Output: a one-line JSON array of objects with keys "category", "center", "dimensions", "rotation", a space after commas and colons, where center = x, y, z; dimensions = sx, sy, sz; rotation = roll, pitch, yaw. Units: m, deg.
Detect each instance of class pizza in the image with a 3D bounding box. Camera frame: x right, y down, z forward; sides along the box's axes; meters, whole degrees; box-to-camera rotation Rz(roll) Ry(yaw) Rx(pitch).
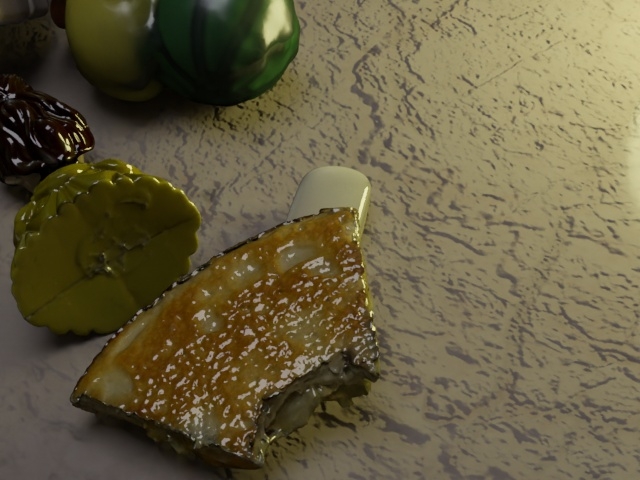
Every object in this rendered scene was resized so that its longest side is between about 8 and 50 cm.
[{"category": "pizza", "center": [-0.056, 0.104, 1.121], "dimensions": [0.323, 0.089, 0.223], "rotation": [-35, 51, -13]}]

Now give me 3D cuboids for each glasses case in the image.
[{"category": "glasses case", "center": [0.000, 0.000, 1.265], "dimensions": [0.081, 0.051, 0.204], "rotation": [9, 48, 11]}]

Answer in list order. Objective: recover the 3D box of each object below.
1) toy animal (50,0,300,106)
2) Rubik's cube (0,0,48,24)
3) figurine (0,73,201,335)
[{"category": "toy animal", "center": [-0.190, -0.253, 1.455], "dimensions": [0.338, 0.216, 0.191], "rotation": [16, 75, 16]}, {"category": "Rubik's cube", "center": [-0.533, -0.376, 1.418], "dimensions": [0.321, 0.316, 0.319], "rotation": [-11, 11, 7]}, {"category": "figurine", "center": [-0.269, -0.056, 1.303], "dimensions": [0.187, 0.168, 0.315], "rotation": [-52, 39, 8]}]
